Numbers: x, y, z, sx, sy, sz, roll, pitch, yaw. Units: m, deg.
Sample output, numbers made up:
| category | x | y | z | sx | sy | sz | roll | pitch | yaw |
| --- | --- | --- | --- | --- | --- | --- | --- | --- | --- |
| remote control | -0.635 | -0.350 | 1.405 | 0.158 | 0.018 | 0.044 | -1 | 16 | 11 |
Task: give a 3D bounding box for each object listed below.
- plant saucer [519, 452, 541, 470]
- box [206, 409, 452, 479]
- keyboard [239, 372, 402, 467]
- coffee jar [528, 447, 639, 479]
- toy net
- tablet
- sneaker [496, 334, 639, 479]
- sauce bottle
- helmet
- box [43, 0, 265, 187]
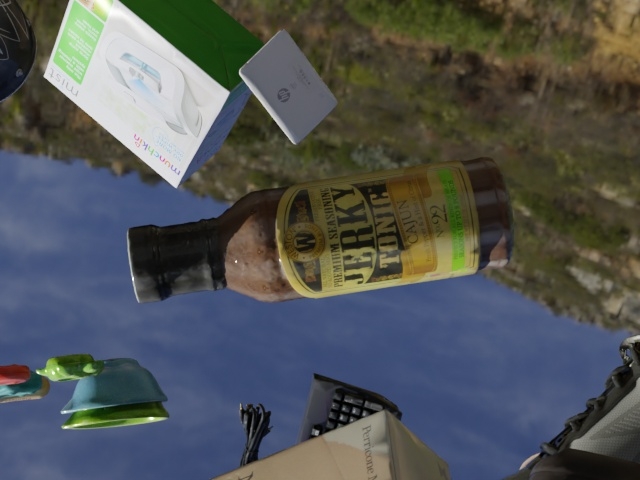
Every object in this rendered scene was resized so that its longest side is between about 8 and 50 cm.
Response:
| category | x | y | z | sx | sy | sz | roll | pitch | yaw |
| --- | --- | --- | --- | --- | --- | --- | --- | --- | --- |
| plant saucer | 0.282 | 0.279 | 1.077 | 0.198 | 0.199 | 0.036 | 34 | -128 | 30 |
| box | -0.042 | 0.272 | 0.904 | 0.311 | 0.121 | 0.148 | -26 | -135 | 19 |
| keyboard | -0.027 | 0.316 | 1.385 | 0.201 | 0.317 | 0.033 | 16 | -165 | 12 |
| coffee jar | 0.108 | 0.191 | 0.494 | 0.079 | 0.096 | 0.184 | 9 | -124 | 30 |
| toy net | -0.224 | 0.113 | 0.749 | 0.232 | 0.045 | 0.122 | -10 | 170 | 20 |
| tablet | -0.025 | -0.126 | 0.910 | 0.054 | 0.083 | 0.006 | -46 | -150 | -12 |
| sneaker | 0.187 | 0.104 | 0.635 | 0.271 | 0.100 | 0.108 | -25 | -97 | 1 |
| sauce bottle | 0.000 | 0.000 | 1.006 | 0.344 | 0.111 | 0.111 | -10 | -144 | -5 |
| helmet | -0.384 | -0.212 | 1.145 | 0.169 | 0.169 | 0.161 | -5 | 180 | -25 |
| box | -0.232 | -0.249 | 1.562 | 0.262 | 0.231 | 0.127 | 40 | -132 | 1 |
